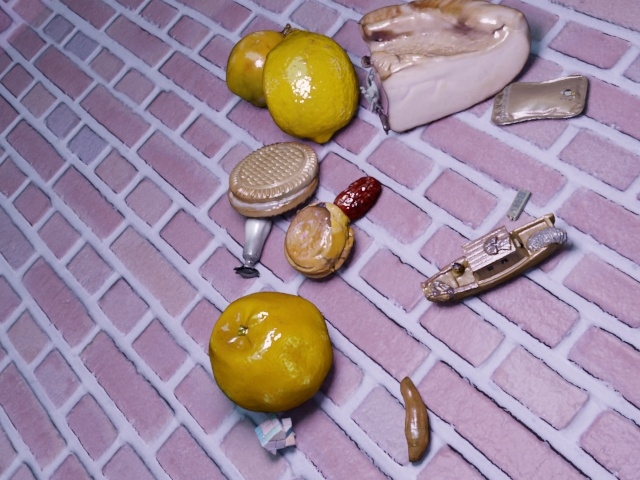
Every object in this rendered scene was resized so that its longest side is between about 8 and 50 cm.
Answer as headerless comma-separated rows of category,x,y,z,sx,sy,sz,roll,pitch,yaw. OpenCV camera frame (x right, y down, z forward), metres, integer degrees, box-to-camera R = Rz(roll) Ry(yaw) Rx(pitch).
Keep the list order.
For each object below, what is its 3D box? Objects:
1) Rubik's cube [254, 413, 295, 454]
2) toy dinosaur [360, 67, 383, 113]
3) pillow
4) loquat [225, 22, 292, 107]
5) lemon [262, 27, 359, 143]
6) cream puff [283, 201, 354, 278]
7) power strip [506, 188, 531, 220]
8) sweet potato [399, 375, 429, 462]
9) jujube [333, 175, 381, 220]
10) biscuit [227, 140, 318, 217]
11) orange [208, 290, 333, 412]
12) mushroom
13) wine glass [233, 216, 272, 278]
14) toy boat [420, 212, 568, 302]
Rubik's cube,-0.089,0.423,1.733,0.084,0.073,0.075,-32,35,15
toy dinosaur,0.134,-0.386,2.075,0.039,0.082,0.208,-17,42,17
pillow,0.508,-0.326,1.857,0.218,0.033,0.130,1,60,31
loquat,-0.151,-0.496,2.218,0.246,0.213,0.213,-53,50,9
lemon,-0.027,-0.403,2.054,0.254,0.253,0.310,-13,87,23
cream puff,0.000,0.000,1.893,0.189,0.129,0.189,-19,57,33
power strip,0.438,-0.078,1.762,0.027,0.017,0.083,19,72,38
sweet potato,0.193,0.356,1.622,0.053,0.054,0.182,-12,55,13
jujube,0.092,-0.103,1.941,0.129,0.077,0.077,-40,50,-11
biscuit,-0.122,-0.159,2.048,0.259,0.079,0.259,-12,38,9
orange,-0.112,0.238,1.741,0.279,0.235,0.279,-15,45,15
mushroom,0.308,-0.477,1.972,0.398,0.224,0.313,-18,41,13
wine glass,-0.172,0.013,2.019,0.072,0.072,0.155,-2,63,29
toy boat,0.359,0.041,1.672,0.321,0.121,0.089,-28,58,13
